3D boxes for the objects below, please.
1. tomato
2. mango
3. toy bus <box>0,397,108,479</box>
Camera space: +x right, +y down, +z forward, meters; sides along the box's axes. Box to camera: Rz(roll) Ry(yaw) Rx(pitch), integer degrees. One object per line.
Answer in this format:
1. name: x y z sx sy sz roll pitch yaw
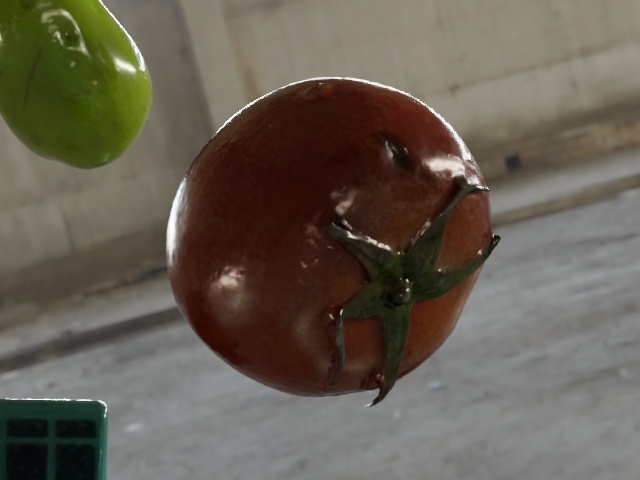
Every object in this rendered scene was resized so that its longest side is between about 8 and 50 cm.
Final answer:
1. tomato: 0.000 0.000 0.871 0.167 0.167 0.167 -14 5 1
2. mango: -0.197 -0.130 1.263 0.117 0.163 0.089 -27 14 25
3. toy bus: -0.248 0.151 0.941 0.256 0.147 0.128 3 -12 -11
